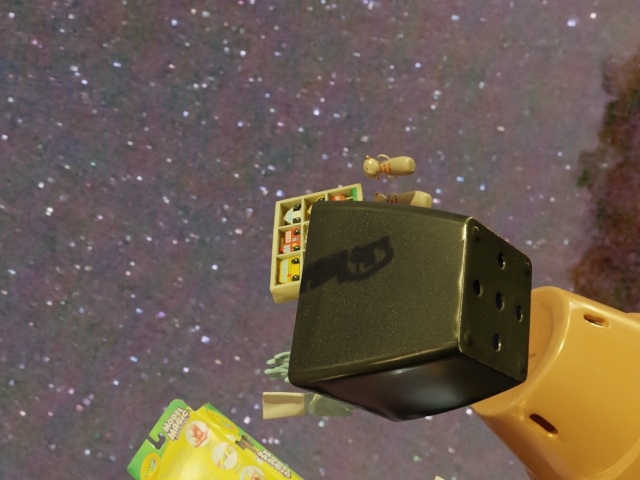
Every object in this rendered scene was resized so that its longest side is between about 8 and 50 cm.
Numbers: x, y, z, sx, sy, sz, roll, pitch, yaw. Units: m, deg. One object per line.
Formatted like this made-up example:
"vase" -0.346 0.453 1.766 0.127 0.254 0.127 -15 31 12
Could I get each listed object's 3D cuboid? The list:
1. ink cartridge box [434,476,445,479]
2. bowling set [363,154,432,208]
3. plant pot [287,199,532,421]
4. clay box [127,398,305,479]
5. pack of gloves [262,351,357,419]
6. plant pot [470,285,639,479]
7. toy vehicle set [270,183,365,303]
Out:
"ink cartridge box" 0.260 0.557 1.382 0.066 0.261 0.296 9 -79 -60
"bowling set" 0.153 -0.037 1.950 0.200 0.154 0.287 -57 -49 -34
"plant pot" 0.100 0.067 0.848 0.187 0.167 0.188 29 -118 -44
"clay box" -0.118 0.302 1.079 0.127 0.222 0.053 -55 -11 11
"pack of gloves" -0.010 0.329 1.923 0.046 0.232 0.195 -100 11 -58
"plant pot" 0.338 0.195 1.184 0.203 0.291 0.291 34 -108 -13
"toy vehicle set" 0.000 0.000 1.548 0.267 0.166 0.035 -91 -15 -54
